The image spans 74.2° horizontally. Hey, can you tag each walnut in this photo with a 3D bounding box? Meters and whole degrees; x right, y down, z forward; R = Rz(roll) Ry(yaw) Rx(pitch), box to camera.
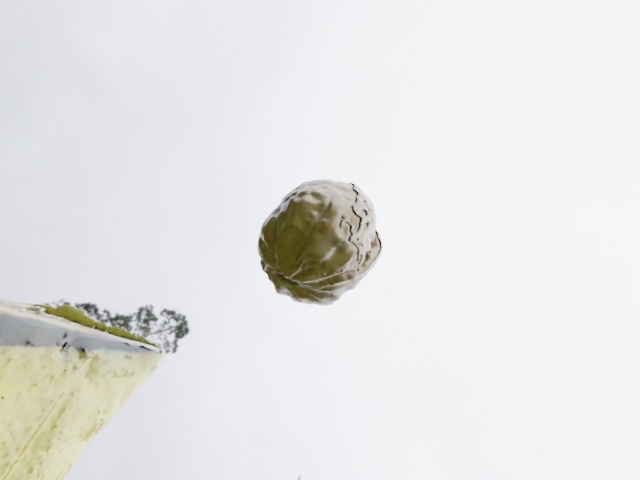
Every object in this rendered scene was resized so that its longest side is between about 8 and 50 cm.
[{"bbox_3d":[0.000,0.000,0.690,0.198,0.245,0.198,11,-55,16],"label":"walnut"}]

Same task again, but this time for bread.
[{"bbox_3d":[-0.264,0.166,0.300,0.168,0.163,0.263,14,-103,23],"label":"bread"}]
